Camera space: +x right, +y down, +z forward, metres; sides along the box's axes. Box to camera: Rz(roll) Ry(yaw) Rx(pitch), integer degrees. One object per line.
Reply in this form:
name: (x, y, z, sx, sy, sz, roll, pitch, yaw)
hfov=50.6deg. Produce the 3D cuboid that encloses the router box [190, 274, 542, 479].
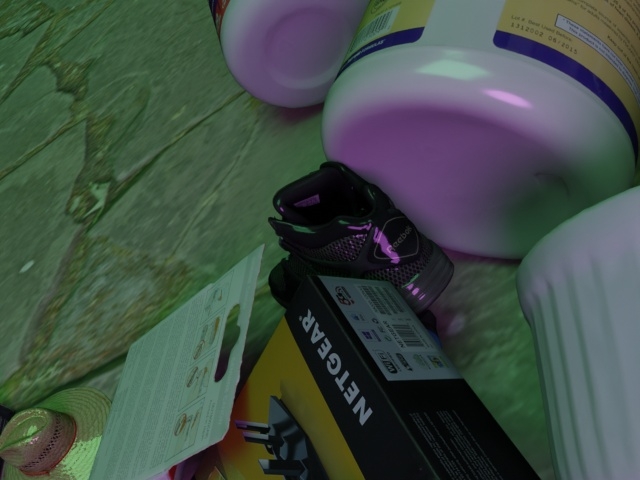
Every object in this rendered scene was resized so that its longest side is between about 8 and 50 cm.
router box: (0.033, 0.210, 0.410, 0.242, 0.081, 0.308, -61, 42, 26)

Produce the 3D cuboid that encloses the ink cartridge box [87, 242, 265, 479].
ink cartridge box: (-0.110, 0.128, 0.571, 0.225, 0.056, 0.181, -34, 34, 35)

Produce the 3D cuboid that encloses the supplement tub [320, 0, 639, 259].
supplement tub: (0.160, -0.178, 0.578, 0.241, 0.241, 0.331, 7, 62, 32)

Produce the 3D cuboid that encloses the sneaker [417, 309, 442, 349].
sneaker: (0.033, 0.102, 0.580, 0.152, 0.058, 0.084, -27, 36, 27)

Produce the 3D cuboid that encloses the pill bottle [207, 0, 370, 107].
pill bottle: (-0.054, -0.323, 0.838, 0.182, 0.181, 0.322, -28, 49, 10)

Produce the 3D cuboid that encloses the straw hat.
straw hat: (-0.286, 0.201, 0.684, 0.145, 0.061, 0.144, -14, 53, 20)

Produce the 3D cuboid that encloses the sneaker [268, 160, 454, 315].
sneaker: (0.000, 0.000, 0.574, 0.087, 0.130, 0.228, -45, 16, -22)

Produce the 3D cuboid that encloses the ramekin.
ramekin: (0.246, 0.073, 0.343, 0.277, 0.277, 0.135, -8, 62, 24)

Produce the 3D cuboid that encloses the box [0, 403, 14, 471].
box: (-0.419, 0.263, 0.704, 0.148, 0.077, 0.180, -17, 52, 17)
